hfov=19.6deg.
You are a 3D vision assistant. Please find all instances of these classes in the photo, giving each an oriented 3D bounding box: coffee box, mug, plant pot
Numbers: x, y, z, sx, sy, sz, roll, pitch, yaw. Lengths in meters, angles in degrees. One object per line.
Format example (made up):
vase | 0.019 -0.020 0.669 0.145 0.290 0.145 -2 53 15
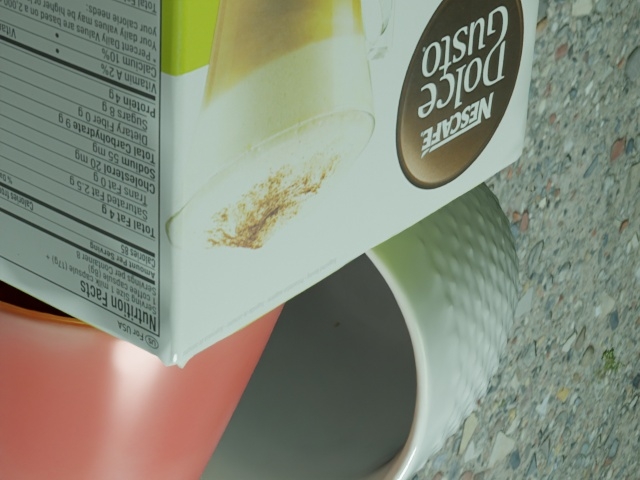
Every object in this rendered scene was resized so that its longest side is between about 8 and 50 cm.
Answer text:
coffee box | -0.093 -0.185 1.064 0.337 0.338 0.334 -30 133 -45
mug | 0.000 0.000 1.435 0.328 0.276 0.374 -31 105 -61
plant pot | -0.169 0.073 1.215 0.275 0.275 0.243 -28 142 -47
